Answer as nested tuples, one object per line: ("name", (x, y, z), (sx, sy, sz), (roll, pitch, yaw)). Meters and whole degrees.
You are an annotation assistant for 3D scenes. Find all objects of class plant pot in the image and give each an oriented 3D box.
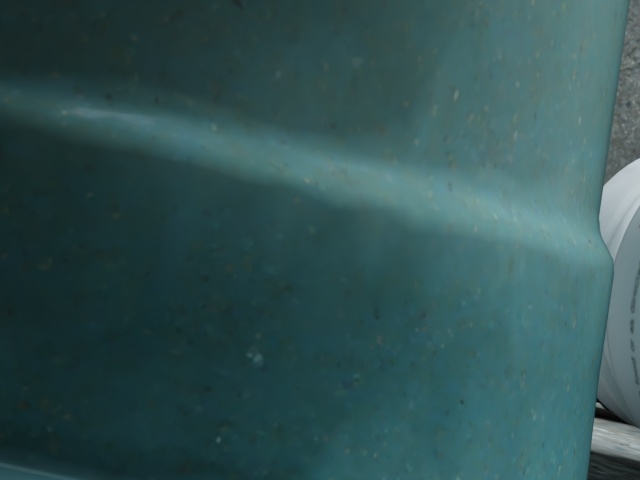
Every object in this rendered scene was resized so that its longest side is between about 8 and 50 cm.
("plant pot", (-0.047, -0.111, 0.504), (0.341, 0.334, 0.341), (13, 2, 0))

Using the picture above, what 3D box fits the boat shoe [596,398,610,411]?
("boat shoe", (0.176, 0.058, 1.013), (0.254, 0.095, 0.079), (4, 15, -15))

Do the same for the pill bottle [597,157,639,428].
("pill bottle", (0.206, 0.034, 0.667), (0.160, 0.160, 0.283), (13, 0, -17))
